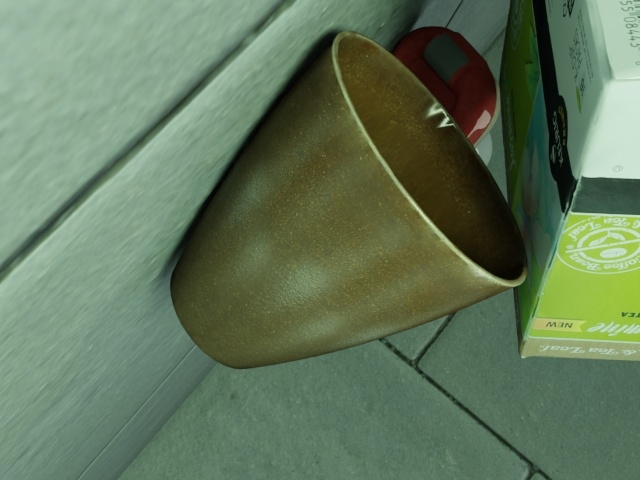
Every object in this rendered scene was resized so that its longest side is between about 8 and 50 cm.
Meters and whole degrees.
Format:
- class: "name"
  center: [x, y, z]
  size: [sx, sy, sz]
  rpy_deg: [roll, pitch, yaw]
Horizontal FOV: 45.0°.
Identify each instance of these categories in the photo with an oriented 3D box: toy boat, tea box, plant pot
- class: "toy boat"
  center: [0.075, -0.126, 0.850]
  size: [0.151, 0.151, 0.231]
  rpy_deg: [0, 137, -46]
- class: "tea box"
  center: [0.267, -0.119, 0.585]
  size: [0.324, 0.219, 0.329]
  rpy_deg: [81, 12, -55]
- class: "plant pot"
  center: [0.000, 0.000, 0.594]
  size: [0.230, 0.215, 0.215]
  rpy_deg: [-37, -177, 26]

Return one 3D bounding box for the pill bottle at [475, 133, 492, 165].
- class: "pill bottle"
  center: [0.101, -0.058, 1.161]
  size: [0.361, 0.204, 0.204]
  rpy_deg: [-48, 176, -30]
